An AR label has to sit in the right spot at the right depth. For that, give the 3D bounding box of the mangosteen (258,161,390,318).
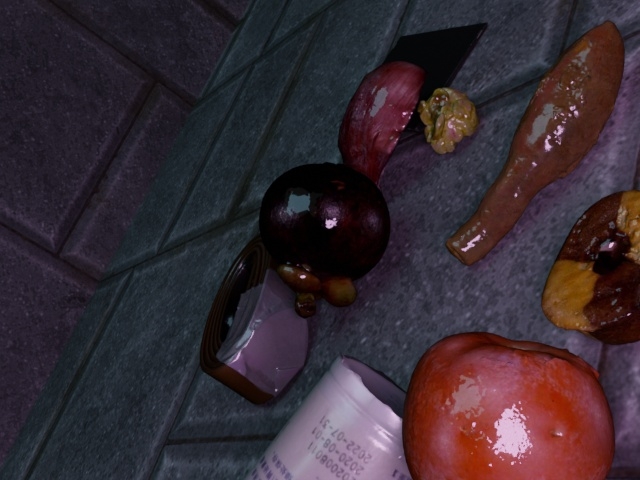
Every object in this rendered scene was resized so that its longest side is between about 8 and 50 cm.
[{"bbox_3d":[0.000,0.000,1.382,0.228,0.228,0.265,-3,70,60],"label":"mangosteen"}]

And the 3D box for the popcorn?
[{"bbox_3d":[0.219,-0.209,1.411,0.097,0.089,0.109,-4,51,46],"label":"popcorn"}]

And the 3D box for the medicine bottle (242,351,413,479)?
[{"bbox_3d":[0.001,0.321,0.990,0.332,0.190,0.190,-53,24,2],"label":"medicine bottle"}]

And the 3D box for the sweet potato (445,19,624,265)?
[{"bbox_3d":[0.305,-0.126,1.134,0.385,0.109,0.109,-59,24,6],"label":"sweet potato"}]

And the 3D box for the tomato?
[{"bbox_3d":[0.181,0.191,0.822,0.208,0.208,0.184,13,94,64],"label":"tomato"}]

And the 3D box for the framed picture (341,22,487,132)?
[{"bbox_3d":[0.184,-0.334,1.719,0.255,0.014,0.338,-57,25,-7],"label":"framed picture"}]

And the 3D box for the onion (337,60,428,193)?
[{"bbox_3d":[0.095,-0.197,1.511,0.227,0.120,0.284,138,151,-86],"label":"onion"}]

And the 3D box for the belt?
[{"bbox_3d":[-0.108,0.138,1.517,0.217,0.122,0.339,-39,26,34],"label":"belt"}]

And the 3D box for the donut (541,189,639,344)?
[{"bbox_3d":[0.331,0.033,0.905,0.166,0.073,0.184,-20,41,53],"label":"donut"}]
